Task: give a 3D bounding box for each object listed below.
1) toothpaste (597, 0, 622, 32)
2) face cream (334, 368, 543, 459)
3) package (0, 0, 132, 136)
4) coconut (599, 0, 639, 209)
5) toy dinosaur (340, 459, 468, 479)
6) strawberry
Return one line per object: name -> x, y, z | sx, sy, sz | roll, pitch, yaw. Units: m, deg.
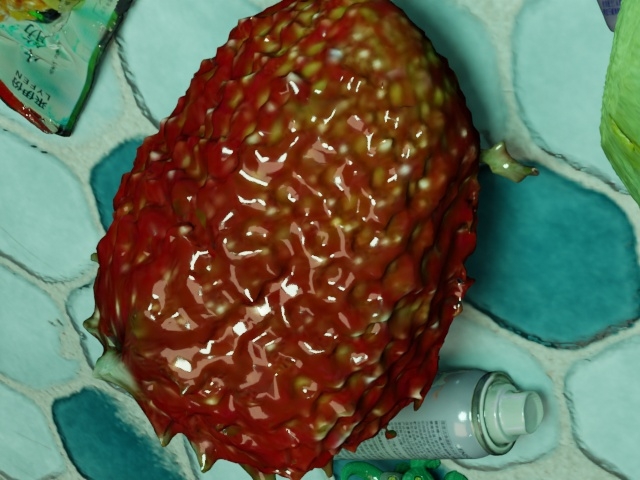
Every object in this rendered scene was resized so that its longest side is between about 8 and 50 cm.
toothpaste -> 0.130, -0.226, 0.884 | 0.301, 0.048, 0.075 | 51, 146, -11
face cream -> 0.076, 0.146, 1.213 | 0.229, 0.075, 0.075 | -6, 122, 36
package -> -0.239, -0.185, 1.159 | 0.166, 0.040, 0.232 | 38, 138, -2
coconut -> 0.305, -0.081, 0.707 | 0.329, 0.281, 0.328 | 11, 142, 9
toy dinosaur -> 0.076, 0.232, 1.271 | 0.132, 0.096, 0.059 | 34, 136, -1
strawberry -> 0.002, 0.001, 1.023 | 0.292, 0.292, 0.343 | 43, 124, -6
